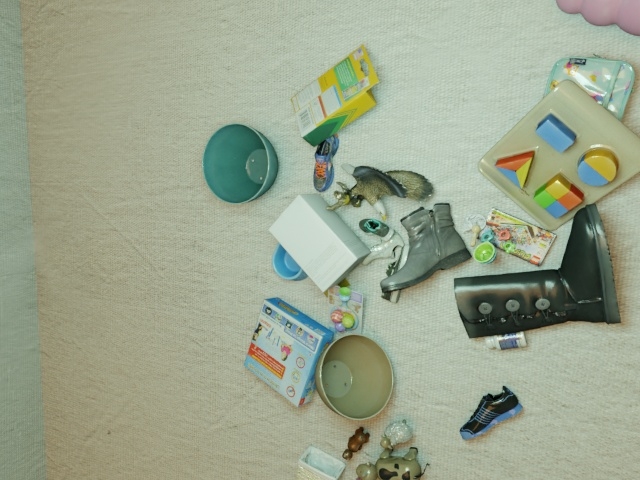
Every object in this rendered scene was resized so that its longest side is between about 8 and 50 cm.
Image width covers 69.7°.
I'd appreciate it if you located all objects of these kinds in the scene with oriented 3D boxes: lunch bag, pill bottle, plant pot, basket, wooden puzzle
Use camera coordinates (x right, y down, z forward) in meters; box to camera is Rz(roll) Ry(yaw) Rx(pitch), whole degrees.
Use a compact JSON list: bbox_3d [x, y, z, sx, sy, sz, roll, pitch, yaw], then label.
[{"bbox_3d":[0.760,-0.388,1.328,0.223,0.107,0.280,15,103,23],"label":"lunch bag"},{"bbox_3d":[0.602,0.319,1.494,0.120,0.067,0.067,-16,89,24],"label":"pill bottle"},{"bbox_3d":[-0.272,-0.285,1.748,0.289,0.195,0.291,3,96,24],"label":"plant pot"},{"bbox_3d":[0.091,0.492,1.654,0.284,0.283,0.191,63,150,6],"label":"plant pot"},{"bbox_3d":[-0.002,0.907,1.798,0.167,0.113,0.103,18,104,22],"label":"basket"},{"bbox_3d":[0.675,-0.219,1.309,0.322,0.080,0.348,41,133,2],"label":"wooden puzzle"},{"bbox_3d":[0.046,0.166,1.720,0.083,0.081,0.082,-41,79,29],"label":"plant pot"}]

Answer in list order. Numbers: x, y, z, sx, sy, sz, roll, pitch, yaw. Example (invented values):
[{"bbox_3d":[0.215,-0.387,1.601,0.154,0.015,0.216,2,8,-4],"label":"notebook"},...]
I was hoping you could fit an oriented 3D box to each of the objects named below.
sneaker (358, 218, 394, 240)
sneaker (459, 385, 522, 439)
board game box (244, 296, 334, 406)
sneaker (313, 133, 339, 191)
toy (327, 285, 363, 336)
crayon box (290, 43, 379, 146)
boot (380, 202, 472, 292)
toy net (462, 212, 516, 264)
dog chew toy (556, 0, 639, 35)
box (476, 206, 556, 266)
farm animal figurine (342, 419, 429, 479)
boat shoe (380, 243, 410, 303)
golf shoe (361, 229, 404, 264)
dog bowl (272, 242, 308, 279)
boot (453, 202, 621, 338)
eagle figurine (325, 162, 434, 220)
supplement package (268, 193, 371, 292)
[{"bbox_3d":[0.183,-0.054,1.607,0.166,0.076,0.065,22,79,54],"label":"sneaker"},{"bbox_3d":[0.552,0.576,1.541,0.232,0.081,0.091,-38,77,15],"label":"sneaker"},{"bbox_3d":[-0.129,0.425,1.786,0.308,0.086,0.302,27,106,32],"label":"board game box"},{"bbox_3d":[0.006,-0.289,1.684,0.083,0.087,0.222,11,100,23],"label":"sneaker"},{"bbox_3d":[0.080,0.278,1.681,0.136,0.056,0.238,16,124,22],"label":"toy"},{"bbox_3d":[0.060,-0.498,1.598,0.322,0.083,0.203,-30,55,24],"label":"crayon box"},{"bbox_3d":[0.311,0.023,1.522,0.337,0.118,0.223,-24,84,-14],"label":"boot"},{"bbox_3d":[0.509,-0.026,1.434,0.122,0.045,0.232,-40,37,23],"label":"toy net"},{"bbox_3d":[0.804,-0.673,1.238,0.331,0.206,0.207,22,104,28],"label":"dog chew toy"},{"bbox_3d":[0.622,-0.013,1.468,0.206,0.036,0.114,27,106,19],"label":"box"},{"bbox_3d":[0.227,0.849,1.657,0.326,0.172,0.331,-26,85,24],"label":"farm animal figurine"},{"bbox_3d":[0.263,0.113,1.617,0.070,0.077,0.220,19,104,20],"label":"boat shoe"},{"bbox_3d":[0.221,0.043,1.638,0.086,0.069,0.176,47,112,6],"label":"golf shoe"},{"bbox_3d":[-0.086,0.022,1.765,0.165,0.074,0.298,31,106,18],"label":"dog bowl"},{"bbox_3d":[0.625,0.107,1.395,0.444,0.146,0.368,-10,102,29],"label":"boot"},{"bbox_3d":[0.199,-0.177,1.549,0.298,0.227,0.225,-23,123,40],"label":"eagle figurine"},{"bbox_3d":[0.000,0.000,1.590,0.177,0.175,0.293,-45,79,21],"label":"supplement package"}]
